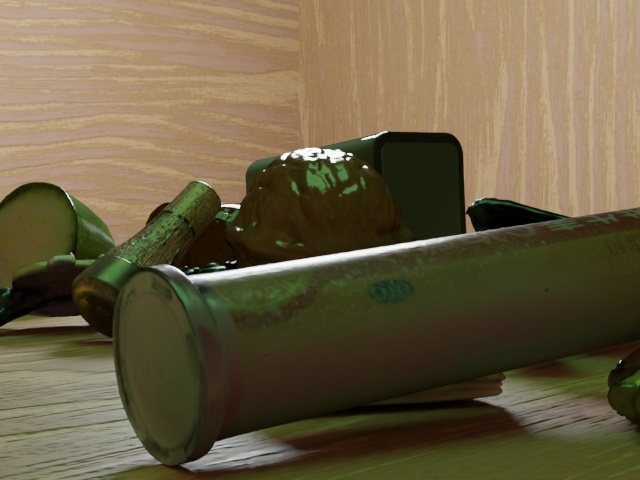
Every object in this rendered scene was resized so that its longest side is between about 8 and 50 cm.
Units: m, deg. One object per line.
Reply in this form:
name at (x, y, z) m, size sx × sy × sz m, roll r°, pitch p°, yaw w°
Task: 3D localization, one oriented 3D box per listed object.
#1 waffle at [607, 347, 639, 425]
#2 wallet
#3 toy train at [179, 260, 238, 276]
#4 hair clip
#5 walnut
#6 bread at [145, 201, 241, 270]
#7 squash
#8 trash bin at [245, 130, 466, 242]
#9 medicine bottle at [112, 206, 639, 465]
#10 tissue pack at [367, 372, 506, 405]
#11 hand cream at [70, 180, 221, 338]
waffle at (0.305, 0.089, 0.808) m, size 0.249 × 0.056 × 0.261 m, roll 0°, pitch 3°, yaw 6°
wallet at (0.259, 0.027, 1.331) m, size 0.190 × 0.046 × 0.379 m, roll 13°, pitch -8°, yaw 13°
toy train at (-0.130, 0.064, 1.419) m, size 0.104 × 0.071 × 0.178 m, roll -12°, pitch -5°, yaw 38°
hair clip at (-0.284, 0.057, 1.389) m, size 0.187 × 0.056 × 0.146 m, roll -12°, pitch -22°, yaw -33°
walnut at (0.000, 0.000, 1.346) m, size 0.213 × 0.213 × 0.213 m, roll 0°, pitch 2°, yaw 0°
bread at (-0.128, 0.017, 1.728) m, size 0.232 × 0.135 × 0.246 m, roll 3°, pitch 0°, yaw -43°
squash at (-0.349, 0.014, 1.662) m, size 0.170 × 0.170 × 0.123 m, roll 1°, pitch -10°, yaw 29°
trash bin at (0.044, -0.028, 1.854) m, size 0.158 × 0.223 × 0.343 m, roll -3°, pitch 0°, yaw -34°
medicine bottle at (0.084, 0.042, 0.807) m, size 0.426 × 0.108 × 0.108 m, roll -8°, pitch 6°, yaw -34°
tissue pack at (-0.006, 0.074, 1.007) m, size 0.170 × 0.071 × 0.325 m, roll 2°, pitch 2°, yaw -23°
hand cream at (-0.170, 0.008, 1.327) m, size 0.084 × 0.084 × 0.203 m, roll 1°, pitch 40°, yaw 36°
